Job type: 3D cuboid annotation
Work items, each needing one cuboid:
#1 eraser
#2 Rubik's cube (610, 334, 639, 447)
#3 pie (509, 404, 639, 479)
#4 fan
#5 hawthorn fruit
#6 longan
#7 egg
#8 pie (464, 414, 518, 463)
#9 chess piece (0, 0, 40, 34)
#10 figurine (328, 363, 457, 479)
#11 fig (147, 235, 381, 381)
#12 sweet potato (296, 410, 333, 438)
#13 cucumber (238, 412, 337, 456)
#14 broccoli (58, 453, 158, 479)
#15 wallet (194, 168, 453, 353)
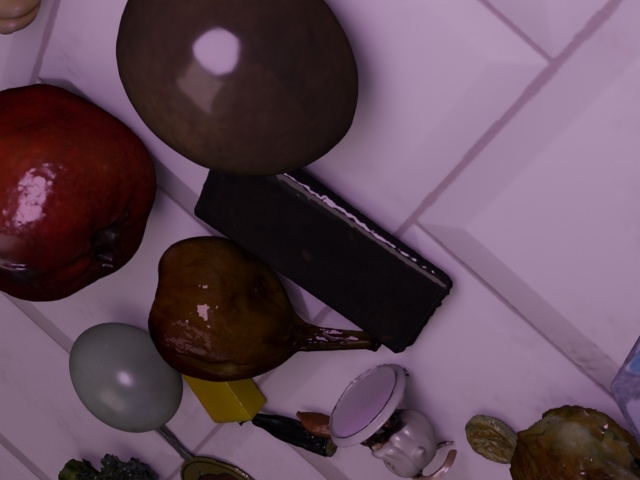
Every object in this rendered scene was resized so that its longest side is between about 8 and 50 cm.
[{"bbox_3d":[-0.152,0.211,1.607,0.097,0.045,0.122,-13,116,48],"label":"eraser"},{"bbox_3d":[0.448,0.122,0.786,0.305,0.301,0.303,-13,116,46],"label":"Rubik's cube"},{"bbox_3d":[0.337,0.305,1.190,0.288,0.103,0.354,43,164,3],"label":"pie"},{"bbox_3d":[-0.181,0.421,1.860,0.335,0.011,0.229,47,142,-8],"label":"fan"},{"bbox_3d":[-0.365,-0.071,1.368,0.307,0.265,0.265,31,141,26],"label":"hawthorn fruit"},{"bbox_3d":[-0.086,-0.177,1.061,0.246,0.215,0.246,57,-179,-1],"label":"longan"},{"bbox_3d":[-0.298,0.208,1.649,0.192,0.149,0.149,38,142,8],"label":"egg"},{"bbox_3d":[0.215,0.247,1.337,0.084,0.021,0.084,24,142,20],"label":"pie"},{"bbox_3d":[-0.313,-0.386,1.141,0.117,0.117,0.397,43,140,0],"label":"chess piece"},{"bbox_3d":[0.106,0.246,1.371,0.154,0.132,0.132,43,144,-19],"label":"figurine"},{"bbox_3d":[-0.086,0.101,1.348,0.290,0.190,0.190,15,134,31],"label":"fig"},{"bbox_3d":[0.004,0.264,1.529,0.095,0.034,0.034,14,134,36],"label":"sweet potato"},{"bbox_3d":[-0.048,0.281,1.589,0.163,0.043,0.039,15,142,36],"label":"cucumber"},{"bbox_3d":[-0.384,0.478,2.027,0.199,0.177,0.275,16,179,-18],"label":"broccoli"},{"bbox_3d":[0.000,0.000,1.277,0.321,0.044,0.170,34,139,6],"label":"wallet"}]
